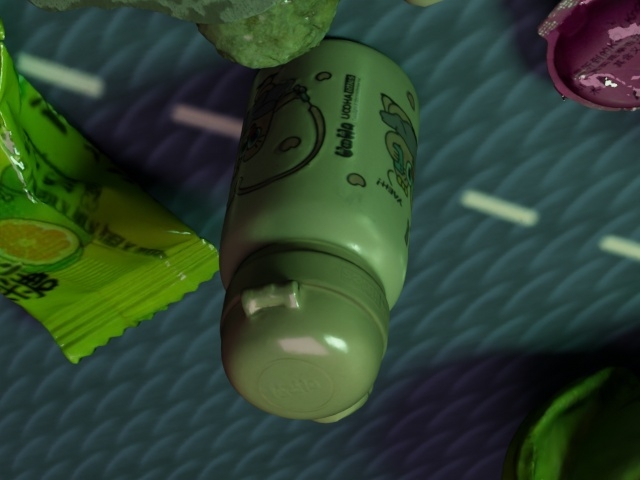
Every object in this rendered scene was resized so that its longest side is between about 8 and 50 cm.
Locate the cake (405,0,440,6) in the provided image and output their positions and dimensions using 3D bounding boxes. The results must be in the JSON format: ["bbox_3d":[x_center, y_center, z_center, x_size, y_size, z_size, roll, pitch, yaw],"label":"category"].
[{"bbox_3d":[0.020,-0.254,0.427,0.237,0.230,0.309,31,119,-31],"label":"cake"}]

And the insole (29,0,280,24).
[{"bbox_3d":[-0.090,-0.137,0.743,0.193,0.006,0.065,6,122,39],"label":"insole"}]

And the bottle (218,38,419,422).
[{"bbox_3d":[0.000,0.000,0.784,0.097,0.209,0.110,-11,133,19],"label":"bottle"}]

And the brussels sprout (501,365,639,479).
[{"bbox_3d":[0.254,0.184,0.932,0.294,0.227,0.259,27,147,-29],"label":"brussels sprout"}]

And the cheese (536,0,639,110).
[{"bbox_3d":[0.179,-0.095,0.787,0.145,0.038,0.095,20,135,-24],"label":"cheese"}]

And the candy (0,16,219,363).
[{"bbox_3d":[-0.173,-0.029,0.881,0.149,0.069,0.246,-23,127,31],"label":"candy"}]

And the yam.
[{"bbox_3d":[-0.012,-0.167,0.716,0.078,0.078,0.179,13,133,-6],"label":"yam"}]
